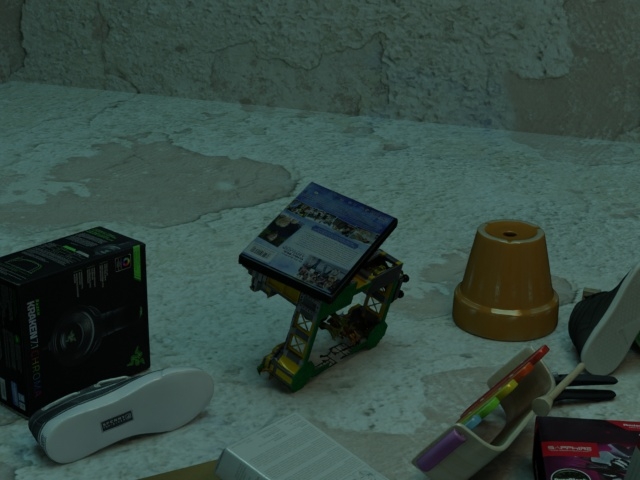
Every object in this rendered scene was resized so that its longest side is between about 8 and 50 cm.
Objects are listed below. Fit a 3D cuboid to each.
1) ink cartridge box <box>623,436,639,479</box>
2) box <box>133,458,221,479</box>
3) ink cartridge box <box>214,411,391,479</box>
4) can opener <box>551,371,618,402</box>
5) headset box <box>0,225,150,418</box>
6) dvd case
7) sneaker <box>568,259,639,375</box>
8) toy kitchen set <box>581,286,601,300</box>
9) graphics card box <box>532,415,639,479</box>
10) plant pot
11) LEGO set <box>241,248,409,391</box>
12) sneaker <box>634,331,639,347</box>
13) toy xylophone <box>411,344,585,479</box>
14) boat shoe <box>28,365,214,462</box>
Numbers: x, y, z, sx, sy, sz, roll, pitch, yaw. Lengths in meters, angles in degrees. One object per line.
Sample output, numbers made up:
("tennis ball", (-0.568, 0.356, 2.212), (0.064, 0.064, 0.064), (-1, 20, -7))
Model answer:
("ink cartridge box", (0.474, 0.354, 1.435), (0.131, 0.226, 0.306), (-7, 51, -5))
("box", (-0.192, 0.380, 1.786), (0.201, 0.021, 0.164), (-10, 24, -26))
("ink cartridge box", (-0.011, 0.356, 1.813), (0.232, 0.066, 0.189), (36, 27, 22))
("can opener", (0.418, 0.248, 2.097), (0.186, 0.059, 0.073), (-3, 21, -10))
("headset box", (-0.426, 0.131, 2.112), (0.131, 0.246, 0.283), (18, 26, 39))
("dvd case", (0.000, 0.000, 2.119), (0.180, 0.022, 0.253), (24, 42, 18))
("sneaker", (0.551, 0.098, 2.240), (0.104, 0.296, 0.147), (35, 6, -16))
("toy kitchen set", (0.550, 0.119, 2.411), (0.068, 0.075, 0.083), (10, 27, 19))
("graphics card box", (0.424, 0.375, 1.727), (0.233, 0.094, 0.371), (4, 23, 5))
("plant pot", (0.362, 0.066, 2.384), (0.205, 0.188, 0.205), (1, 21, 0))
("LEGO set", (-0.016, 0.098, 2.204), (0.192, 0.255, 0.331), (33, 42, 27))
("sneaker", (0.637, 0.171, 2.270), (0.182, 0.158, 0.410), (-25, 14, 23))
("toy xylophone", (0.281, 0.257, 1.896), (0.081, 0.236, 0.322), (48, 27, 7))
("boat shoe", (-0.319, 0.263, 1.981), (0.301, 0.108, 0.102), (-20, 30, -28))
